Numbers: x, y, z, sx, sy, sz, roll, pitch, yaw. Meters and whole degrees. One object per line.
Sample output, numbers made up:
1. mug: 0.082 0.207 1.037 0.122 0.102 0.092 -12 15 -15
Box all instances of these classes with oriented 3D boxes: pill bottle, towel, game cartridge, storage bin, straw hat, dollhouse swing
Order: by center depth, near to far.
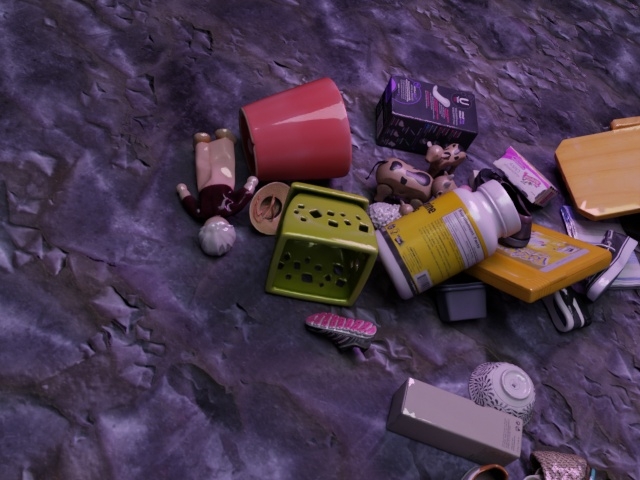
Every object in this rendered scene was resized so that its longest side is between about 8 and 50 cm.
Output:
1. pill bottle: 0.305 -0.010 1.587 0.333 0.188 0.188 -28 65 2
2. storage bin: 0.352 0.154 1.640 0.135 0.098 0.091 -3 85 -19
3. straw hat: -0.135 -0.086 1.660 0.144 0.145 0.061 -29 27 -31
4. game cartridge: 0.532 0.044 1.679 0.323 0.053 0.285 -16 28 -32
5. towel: 0.830 0.017 1.905 0.209 0.034 0.285 3 56 -16
6. dollhouse swing: 0.924 -0.158 2.013 0.304 0.315 0.347 -20 56 16

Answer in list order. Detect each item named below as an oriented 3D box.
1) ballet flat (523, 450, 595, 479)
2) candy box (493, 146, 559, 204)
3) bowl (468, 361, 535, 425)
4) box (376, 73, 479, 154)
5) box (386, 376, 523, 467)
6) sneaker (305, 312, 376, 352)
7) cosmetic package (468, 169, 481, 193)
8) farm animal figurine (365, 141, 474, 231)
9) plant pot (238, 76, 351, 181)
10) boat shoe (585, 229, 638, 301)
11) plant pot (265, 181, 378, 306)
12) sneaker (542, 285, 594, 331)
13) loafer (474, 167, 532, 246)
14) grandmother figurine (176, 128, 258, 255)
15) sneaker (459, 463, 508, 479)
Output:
1. ballet flat: 0.446 0.644 1.310 0.181 0.164 0.483 10 46 16
2. candy box: 0.594 -0.178 1.863 0.159 0.071 0.233 50 20 17
3. bowl: 0.444 0.352 1.532 0.170 0.080 0.170 8 56 -12
4. box: 0.313 -0.361 1.934 0.270 0.143 0.165 11 56 -10
5. box: 0.294 0.405 1.432 0.274 0.113 0.094 22 53 -3
6. sneaker: 0.044 0.219 1.512 0.170 0.075 0.063 9 25 14
7. cosmetic package: 0.473 -0.146 1.901 0.060 0.041 0.115 9 55 -11
8. farm animal figurine: 0.291 -0.155 1.769 0.326 0.172 0.331 11 55 -10
9. plant pot: -0.075 -0.272 1.701 0.243 0.275 0.275 -14 61 -13
10. boat shoe: 0.766 0.055 1.766 0.105 0.113 0.306 36 49 19
11. plant pot: 0.000 0.000 1.552 0.226 0.228 0.207 11 47 -10
12. sneaker: 0.658 0.137 1.750 0.121 0.079 0.217 -4 66 -24
13. loafer: 0.506 -0.113 1.765 0.108 0.095 0.303 1 42 -11
14. grandmother figurine: -0.256 -0.119 1.631 0.207 0.104 0.343 -13 59 15
15. sneaker: 0.283 0.560 1.317 0.106 0.123 0.290 41 56 10
